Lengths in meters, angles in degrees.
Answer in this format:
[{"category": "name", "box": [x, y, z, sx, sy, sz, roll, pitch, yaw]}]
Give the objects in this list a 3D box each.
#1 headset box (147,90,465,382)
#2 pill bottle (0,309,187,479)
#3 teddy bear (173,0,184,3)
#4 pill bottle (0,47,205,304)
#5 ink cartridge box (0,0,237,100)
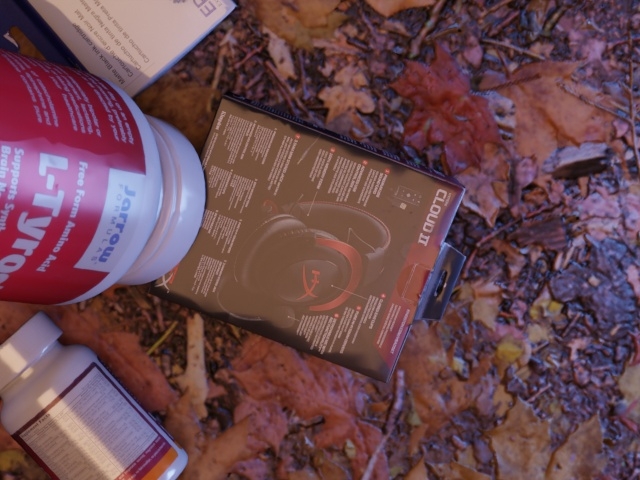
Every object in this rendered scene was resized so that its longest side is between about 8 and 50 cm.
[{"category": "headset box", "box": [0.000, 0.000, 1.827, 0.293, 0.110, 0.218, 20, 97, -2]}, {"category": "pill bottle", "box": [-0.251, 0.185, 1.842, 0.121, 0.121, 0.221, -42, 95, 4]}, {"category": "teddy bear", "box": [-0.087, -0.394, 1.756, 0.338, 0.113, 0.245, -30, 95, -6]}, {"category": "pill bottle", "box": [-0.295, -0.059, 1.631, 0.229, 0.407, 0.229, -4, 82, 33]}, {"category": "ink cartridge box", "box": [-0.239, -0.250, 1.829, 0.224, 0.045, 0.223, -41, 95, 4]}]
